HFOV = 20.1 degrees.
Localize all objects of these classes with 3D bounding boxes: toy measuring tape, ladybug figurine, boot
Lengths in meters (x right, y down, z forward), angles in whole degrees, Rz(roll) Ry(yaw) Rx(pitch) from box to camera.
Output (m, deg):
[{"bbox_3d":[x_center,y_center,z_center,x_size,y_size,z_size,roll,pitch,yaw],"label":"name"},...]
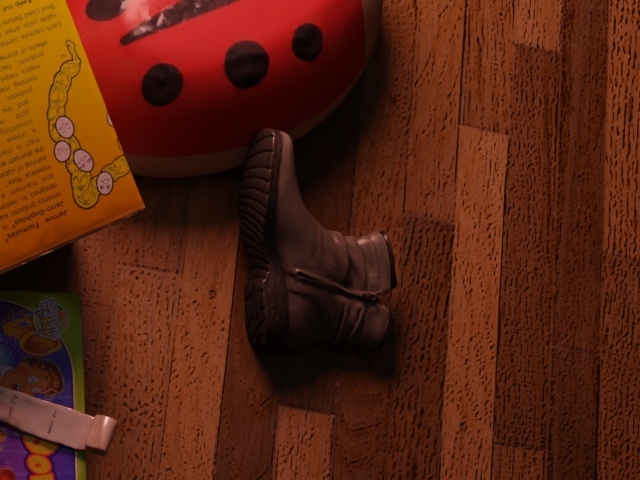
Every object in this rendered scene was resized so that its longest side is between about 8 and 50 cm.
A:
[{"bbox_3d":[-0.341,0.121,1.694,0.330,0.121,0.121,22,65,-11],"label":"toy measuring tape"},{"bbox_3d":[-0.111,-0.241,1.969,0.449,0.162,0.305,-34,85,-26],"label":"ladybug figurine"},{"bbox_3d":[0.000,0.000,1.947,0.161,0.083,0.246,-4,97,-23],"label":"boot"}]

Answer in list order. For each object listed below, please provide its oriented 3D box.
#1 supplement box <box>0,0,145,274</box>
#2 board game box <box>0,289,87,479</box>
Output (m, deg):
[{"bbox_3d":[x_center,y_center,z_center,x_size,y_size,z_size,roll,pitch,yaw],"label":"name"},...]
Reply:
[{"bbox_3d":[-0.351,-0.153,1.771,0.195,0.194,0.356,-25,100,-30],"label":"supplement box"},{"bbox_3d":[-0.349,0.222,1.762,0.233,0.078,0.347,2,70,-19],"label":"board game box"}]
